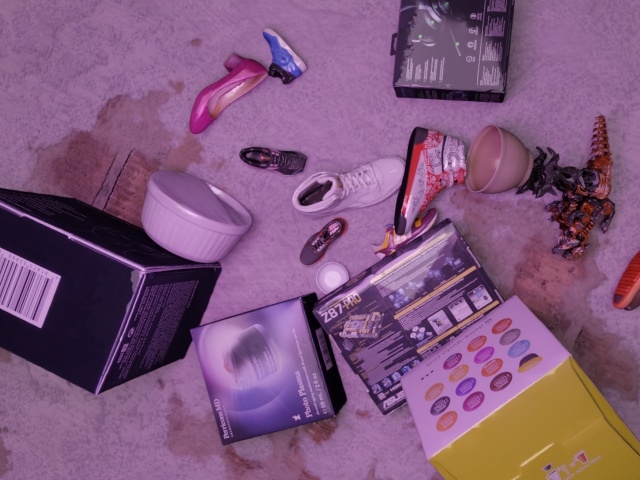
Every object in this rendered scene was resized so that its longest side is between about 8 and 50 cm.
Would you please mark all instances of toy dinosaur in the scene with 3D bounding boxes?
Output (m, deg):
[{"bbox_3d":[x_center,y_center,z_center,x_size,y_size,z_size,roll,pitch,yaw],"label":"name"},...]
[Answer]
[{"bbox_3d":[0.591,-0.124,1.574,0.218,0.164,0.321,17,74,-4],"label":"toy dinosaur"}]

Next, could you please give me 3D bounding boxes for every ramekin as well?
[{"bbox_3d":[-0.315,-0.053,1.672,0.273,0.273,0.127,32,107,10],"label":"ramekin"}]

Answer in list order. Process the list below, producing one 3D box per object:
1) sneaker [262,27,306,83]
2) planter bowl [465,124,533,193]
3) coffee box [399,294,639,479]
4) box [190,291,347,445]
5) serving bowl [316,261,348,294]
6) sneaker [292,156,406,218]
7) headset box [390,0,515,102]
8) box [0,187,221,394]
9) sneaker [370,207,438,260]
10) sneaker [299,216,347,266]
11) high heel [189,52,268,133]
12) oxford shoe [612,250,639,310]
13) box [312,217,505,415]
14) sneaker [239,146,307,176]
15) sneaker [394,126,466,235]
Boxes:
[{"bbox_3d":[-0.115,-0.468,1.733,0.084,0.058,0.152,-43,89,-1],"label":"sneaker"},{"bbox_3d":[0.428,-0.181,1.588,0.109,0.162,0.162,12,92,-15],"label":"planter bowl"},{"bbox_3d":[0.424,0.385,1.432,0.338,0.334,0.338,-39,104,8],"label":"coffee box"},{"bbox_3d":[-0.125,0.312,1.666,0.294,0.183,0.296,-18,86,12],"label":"box"},{"bbox_3d":[0.032,0.096,1.714,0.083,0.027,0.083,0,89,10],"label":"serving bowl"},{"bbox_3d":[0.074,-0.130,1.639,0.293,0.169,0.108,-24,83,8],"label":"sneaker"},{"bbox_3d":[0.307,-0.466,1.616,0.283,0.131,0.246,5,91,11],"label":"headset box"},{"bbox_3d":[-0.563,0.096,1.603,0.480,0.472,0.297,23,95,10],"label":"box"},{"bbox_3d":[0.206,-0.024,1.661,0.084,0.069,0.185,44,96,3],"label":"sneaker"},{"bbox_3d":[0.000,0.000,1.702,0.061,0.065,0.158,42,97,9],"label":"sneaker"},{"bbox_3d":[-0.238,-0.364,1.742,0.117,0.082,0.244,31,82,25],"label":"high heel"},{"bbox_3d":[0.814,0.037,1.518,0.133,0.130,0.363,41,97,2],"label":"oxford shoe"},{"bbox_3d":[0.228,0.185,1.614,0.395,0.097,0.318,-34,97,9],"label":"box"},{"bbox_3d":[-0.126,-0.203,1.723,0.178,0.077,0.072,4,91,10],"label":"sneaker"},{"bbox_3d":[0.268,-0.131,1.616,0.145,0.090,0.270,13,81,-6],"label":"sneaker"}]
